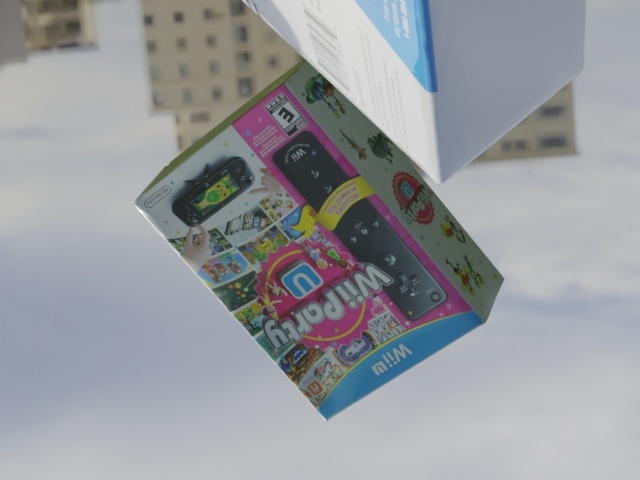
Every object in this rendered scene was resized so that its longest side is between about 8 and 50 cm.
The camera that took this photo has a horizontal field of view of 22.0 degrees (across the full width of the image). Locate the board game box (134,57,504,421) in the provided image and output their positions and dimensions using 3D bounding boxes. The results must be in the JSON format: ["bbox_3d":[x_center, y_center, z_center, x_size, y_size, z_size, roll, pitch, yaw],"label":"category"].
[{"bbox_3d":[0.000,0.000,1.643,0.224,0.303,0.097,-35,-169,31],"label":"board game box"}]

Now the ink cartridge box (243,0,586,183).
[{"bbox_3d":[0.009,-0.216,0.980,0.129,0.223,0.307,-39,-117,-13],"label":"ink cartridge box"}]
